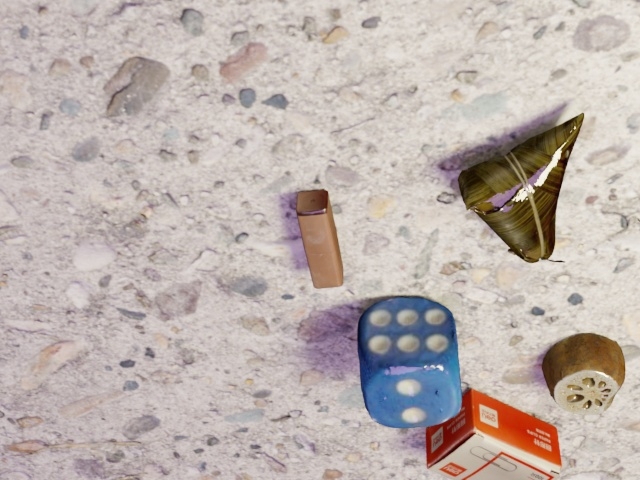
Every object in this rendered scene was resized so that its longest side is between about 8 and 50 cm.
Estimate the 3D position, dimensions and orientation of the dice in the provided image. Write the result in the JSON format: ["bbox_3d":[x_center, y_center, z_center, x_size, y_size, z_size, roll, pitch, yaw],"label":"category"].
[{"bbox_3d":[0.127,0.177,1.671,0.143,0.146,0.146,-4,133,4],"label":"dice"}]

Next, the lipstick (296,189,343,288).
[{"bbox_3d":[0.000,0.000,1.577,0.045,0.045,0.145,-7,132,6],"label":"lipstick"}]

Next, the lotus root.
[{"bbox_3d":[0.390,0.200,1.734,0.112,0.081,0.122,16,132,-2],"label":"lotus root"}]

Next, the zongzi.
[{"bbox_3d":[0.296,-0.060,1.491,0.184,0.084,0.187,-33,132,17],"label":"zongzi"}]

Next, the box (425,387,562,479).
[{"bbox_3d":[0.274,0.333,1.843,0.182,0.099,0.133,27,130,-21],"label":"box"}]
